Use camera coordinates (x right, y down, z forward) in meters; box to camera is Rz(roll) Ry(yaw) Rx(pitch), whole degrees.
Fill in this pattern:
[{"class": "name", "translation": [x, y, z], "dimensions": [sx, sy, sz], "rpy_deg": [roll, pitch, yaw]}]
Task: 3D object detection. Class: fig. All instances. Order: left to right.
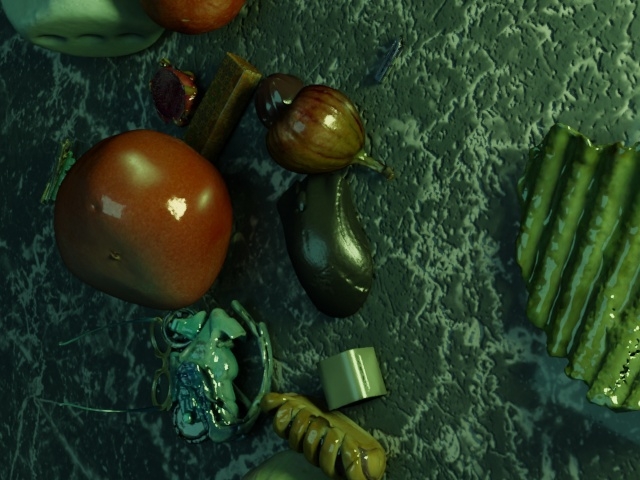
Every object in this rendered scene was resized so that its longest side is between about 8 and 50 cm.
[{"class": "fig", "translation": [0.011, -0.182, 1.394], "dimensions": [0.148, 0.201, 0.150], "rpy_deg": [-167, 81, -72]}]

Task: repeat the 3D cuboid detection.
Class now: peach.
[{"class": "peach", "translation": [-0.218, -0.504, 1.534], "dimensions": [0.232, 0.256, 0.233], "rpy_deg": [170, 90, -77]}]

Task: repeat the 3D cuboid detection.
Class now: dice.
[{"class": "dice", "translation": [-0.469, -0.534, 1.687], "dimensions": [0.262, 0.268, 0.265], "rpy_deg": [-8, 84, 37]}]

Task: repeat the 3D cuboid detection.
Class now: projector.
[{"class": "projector", "translation": [0.051, 0.226, 1.362], "dimensions": [0.083, 0.083, 0.082], "rpy_deg": [-27, 72, 34]}]

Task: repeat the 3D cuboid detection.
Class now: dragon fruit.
[{"class": "dragon fruit", "translation": [-0.283, -0.290, 1.663], "dimensions": [0.126, 0.068, 0.112], "rpy_deg": [55, 130, 12]}]

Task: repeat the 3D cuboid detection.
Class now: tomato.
[{"class": "tomato", "translation": [-0.329, -0.027, 1.506], "dimensions": [0.341, 0.341, 0.273], "rpy_deg": [-34, 27, 31]}]

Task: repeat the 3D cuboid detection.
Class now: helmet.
[{"class": "helmet", "translation": [-0.076, -0.243, 1.493], "dimensions": [0.098, 0.070, 0.123], "rpy_deg": [-15, 77, 36]}]

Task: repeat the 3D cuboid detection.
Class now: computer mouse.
[{"class": "computer mouse", "translation": [0.000, 0.000, 1.418], "dimensions": [0.147, 0.088, 0.264], "rpy_deg": [-27, 69, 31]}]

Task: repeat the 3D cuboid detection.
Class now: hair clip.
[{"class": "hair clip", "translation": [-0.597, -0.154, 1.910], "dimensions": [0.049, 0.049, 0.173], "rpy_deg": [43, 117, 31]}]

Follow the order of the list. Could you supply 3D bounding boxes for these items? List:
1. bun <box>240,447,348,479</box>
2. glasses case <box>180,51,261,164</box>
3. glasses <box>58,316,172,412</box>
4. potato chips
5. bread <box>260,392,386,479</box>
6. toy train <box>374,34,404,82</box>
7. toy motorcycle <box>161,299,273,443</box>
[{"class": "bun", "translation": [-0.061, 0.496, 1.372], "dimensions": [0.293, 0.187, 0.293], "rpy_deg": [-1, 88, 35]}, {"class": "glasses case", "translation": [-0.194, -0.244, 1.597], "dimensions": [0.075, 0.049, 0.218], "rpy_deg": [47, 115, 37]}, {"class": "glasses", "translation": [-0.404, 0.250, 1.657], "dimensions": [0.088, 0.220, 0.190], "rpy_deg": [163, 105, -76]}, {"class": "potato chips", "translation": [0.418, 0.025, 1.082], "dimensions": [0.373, 0.097, 0.390], "rpy_deg": [-6, 83, 39]}, {"class": "bread", "translation": [0.006, 0.322, 1.358], "dimensions": [0.225, 0.134, 0.081], "rpy_deg": [29, 96, 35]}, {"class": "toy train", "translation": [0.117, -0.300, 1.380], "dimensions": [0.017, 0.017, 0.083], "rpy_deg": [41, 112, 29]}, {"class": "toy motorcycle", "translation": [-0.186, 0.237, 1.519], "dimensions": [0.206, 0.154, 0.260], "rpy_deg": [-11, 76, 13]}]
